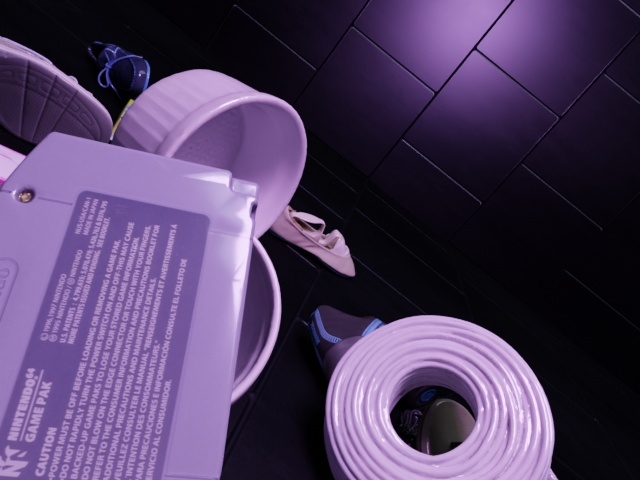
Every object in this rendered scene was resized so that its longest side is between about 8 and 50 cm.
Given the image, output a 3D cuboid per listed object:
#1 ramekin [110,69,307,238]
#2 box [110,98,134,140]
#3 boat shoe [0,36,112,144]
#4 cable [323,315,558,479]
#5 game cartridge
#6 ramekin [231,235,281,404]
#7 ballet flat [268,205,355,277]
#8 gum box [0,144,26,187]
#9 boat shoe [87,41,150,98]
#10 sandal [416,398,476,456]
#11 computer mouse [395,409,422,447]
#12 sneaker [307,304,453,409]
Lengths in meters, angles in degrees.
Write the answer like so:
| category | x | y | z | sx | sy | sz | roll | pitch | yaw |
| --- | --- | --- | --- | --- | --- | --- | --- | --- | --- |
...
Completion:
| category | x | y | z | sx | sy | sz | roll | pitch | yaw |
| --- | --- | --- | --- | --- | --- | --- | --- | --- | --- |
| ramekin | -0.166 | -0.110 | 0.766 | 0.135 | 0.277 | 0.277 | 39 | 15 | 28 |
| box | -0.349 | -0.215 | 1.034 | 0.109 | 0.042 | 0.178 | 30 | 18 | -25 |
| boat shoe | -0.452 | -0.235 | 0.749 | 0.321 | 0.118 | 0.103 | 25 | 25 | -21 |
| cable | 0.128 | 0.209 | 0.601 | 0.089 | 0.258 | 0.257 | 76 | 4 | -49 |
| game cartridge | -0.157 | 0.066 | 0.368 | 0.198 | 0.062 | 0.297 | 10 | 62 | -10 |
| ramekin | -0.147 | 0.070 | 0.464 | 0.207 | 0.109 | 0.207 | 8 | 63 | -15 |
| ballet flat | 0.000 | 0.000 | 1.136 | 0.249 | 0.086 | 0.086 | 30 | 19 | -27 |
| gum box | -0.261 | -0.002 | 0.519 | 0.188 | 0.107 | 0.062 | 31 | 18 | -47 |
| boat shoe | -0.462 | -0.382 | 1.170 | 0.089 | 0.108 | 0.258 | 12 | 14 | -43 |
| sandal | 0.200 | 0.324 | 0.615 | 0.120 | 0.086 | 0.302 | 18 | 37 | -23 |
| computer mouse | 0.201 | 0.340 | 0.713 | 0.262 | 0.060 | 0.184 | 45 | 17 | 20 |
| sneaker | 0.124 | 0.182 | 0.851 | 0.341 | 0.125 | 0.139 | 25 | 20 | -42 |
